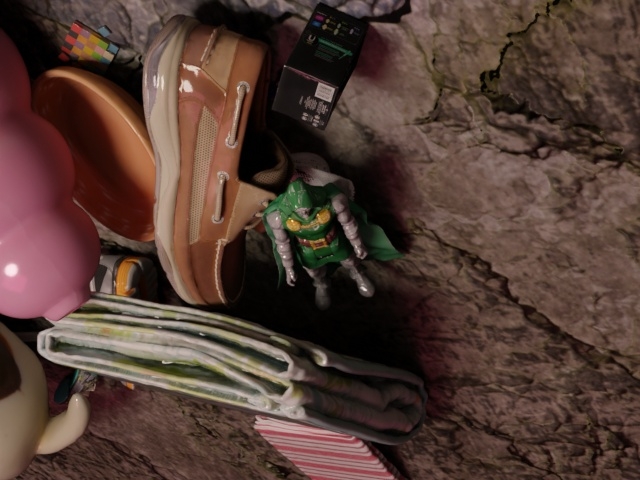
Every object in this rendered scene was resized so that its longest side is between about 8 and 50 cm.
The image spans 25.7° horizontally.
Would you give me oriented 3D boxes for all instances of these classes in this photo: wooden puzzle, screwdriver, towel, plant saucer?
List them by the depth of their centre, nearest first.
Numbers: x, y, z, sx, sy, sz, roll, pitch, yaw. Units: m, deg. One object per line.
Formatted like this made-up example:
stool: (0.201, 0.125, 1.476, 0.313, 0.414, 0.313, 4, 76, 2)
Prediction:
screwdriver: (-0.058, -0.135, 1.326, 0.170, 0.024, 0.025, -15, 99, 50)
wooden puzzle: (-0.226, -0.186, 1.367, 0.049, 0.006, 0.083, 31, 144, -8)
plant saucer: (-0.212, -0.090, 1.409, 0.200, 0.037, 0.200, 32, 143, 27)
towel: (-0.084, 0.138, 1.509, 0.321, 0.090, 0.374, 11, 171, 24)
towel: (0.018, 0.262, 1.743, 0.144, 0.029, 0.197, 4, 152, 29)

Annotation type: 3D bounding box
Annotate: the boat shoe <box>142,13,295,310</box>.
boat shoe: (-0.087, -0.056, 1.307, 0.116, 0.123, 0.324, 7, 134, 11)

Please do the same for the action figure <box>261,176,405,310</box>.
action figure: (0.000, 0.000, 1.327, 0.137, 0.063, 0.232, -19, 154, 5)

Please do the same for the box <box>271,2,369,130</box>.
box: (0.000, -0.150, 1.211, 0.052, 0.083, 0.062, 23, 144, 1)

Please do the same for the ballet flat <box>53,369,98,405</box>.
ballet flat: (-0.324, 0.198, 1.878, 0.041, 0.041, 0.114, 33, 144, -11)

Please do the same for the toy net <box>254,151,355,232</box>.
toy net: (-0.067, -0.065, 1.398, 0.232, 0.045, 0.122, -4, 121, 30)

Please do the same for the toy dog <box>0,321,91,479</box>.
toy dog: (-0.504, 0.136, 1.687, 0.395, 0.284, 0.408, 13, 141, 22)

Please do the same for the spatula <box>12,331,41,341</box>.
spatula: (-0.374, 0.079, 1.779, 0.242, 0.019, 0.168, -3, 136, 39)

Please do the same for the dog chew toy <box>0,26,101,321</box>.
dog chew toy: (-0.335, -0.067, 1.355, 0.332, 0.207, 0.206, 55, 140, 0)

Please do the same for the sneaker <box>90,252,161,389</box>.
sneaker: (-0.235, 0.090, 1.661, 0.083, 0.084, 0.215, 17, 134, 17)
